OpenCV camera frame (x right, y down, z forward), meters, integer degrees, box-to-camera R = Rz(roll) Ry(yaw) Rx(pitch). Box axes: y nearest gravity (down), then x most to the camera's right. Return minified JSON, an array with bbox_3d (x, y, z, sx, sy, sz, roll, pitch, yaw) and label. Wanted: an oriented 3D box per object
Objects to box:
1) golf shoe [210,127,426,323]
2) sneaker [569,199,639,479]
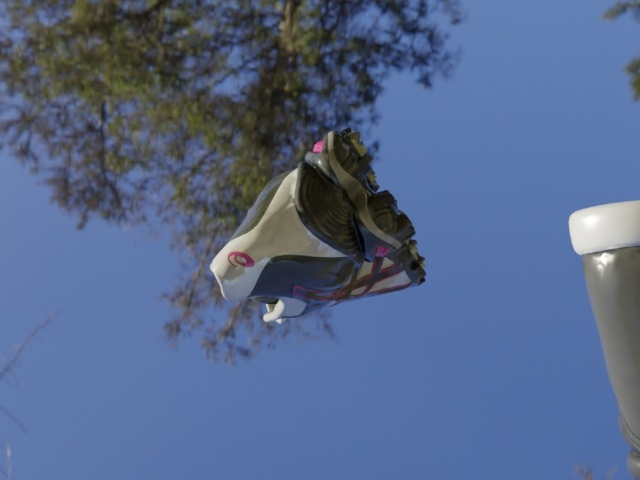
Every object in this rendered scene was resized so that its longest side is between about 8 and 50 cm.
[{"bbox_3d":[0.000,0.000,0.794,0.120,0.273,0.105,-33,-103,3],"label":"golf shoe"},{"bbox_3d":[0.232,0.057,0.509,0.295,0.104,0.147,0,-94,-31],"label":"sneaker"}]
